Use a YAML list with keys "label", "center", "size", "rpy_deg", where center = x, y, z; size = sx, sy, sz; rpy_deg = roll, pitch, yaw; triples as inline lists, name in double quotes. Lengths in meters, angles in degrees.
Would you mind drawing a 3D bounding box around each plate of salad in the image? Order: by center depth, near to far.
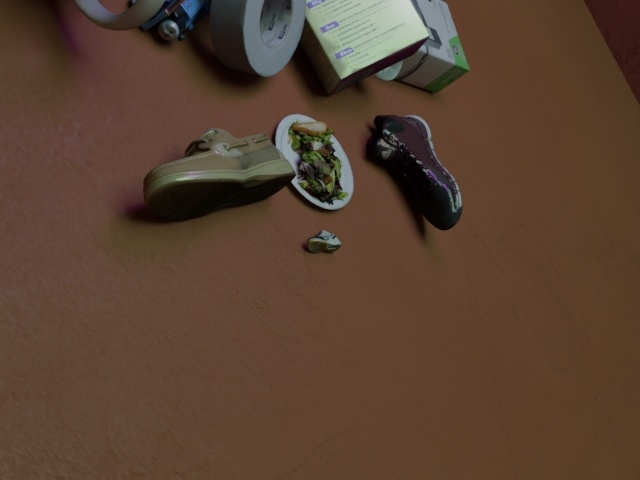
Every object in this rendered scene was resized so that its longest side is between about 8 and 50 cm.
- label: "plate of salad"
  center: [-0.002, -0.152, 1.655]
  size: [0.200, 0.048, 0.199]
  rpy_deg: [28, 47, -35]

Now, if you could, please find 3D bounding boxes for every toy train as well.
- label: "toy train"
  center: [-0.248, -0.414, 1.527]
  size: [0.105, 0.080, 0.184]
  rpy_deg: [51, 38, -21]

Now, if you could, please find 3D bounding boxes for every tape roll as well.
- label: "tape roll"
  center: [-0.107, -0.406, 1.578]
  size: [0.219, 0.072, 0.219]
  rpy_deg: [-48, 147, -46]

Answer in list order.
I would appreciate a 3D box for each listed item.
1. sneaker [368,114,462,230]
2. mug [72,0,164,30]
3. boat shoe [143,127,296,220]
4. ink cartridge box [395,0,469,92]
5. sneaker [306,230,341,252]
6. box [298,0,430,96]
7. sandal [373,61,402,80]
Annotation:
- label: "sneaker"
  center: [0.175, -0.145, 1.822]
  size: [0.163, 0.106, 0.281]
  rpy_deg: [6, 52, -41]
- label: "mug"
  center: [-0.329, -0.485, 1.275]
  size: [0.276, 0.328, 0.374]
  rpy_deg: [-21, 83, -52]
- label: "boat shoe"
  center: [-0.170, -0.112, 1.393]
  size: [0.110, 0.122, 0.341]
  rpy_deg: [60, 27, 8]
- label: "ink cartridge box"
  center: [0.198, -0.475, 2.036]
  size: [0.273, 0.115, 0.198]
  rpy_deg: [7, 61, -46]
- label: "sneaker"
  center: [0.000, 0.000, 1.577]
  size: [0.083, 0.032, 0.037]
  rpy_deg: [7, 48, -52]
- label: "box"
  center: [0.059, -0.452, 1.781]
  size: [0.214, 0.117, 0.242]
  rpy_deg: [-29, 89, -14]
- label: "sandal"
  center: [0.056, -0.432, 1.878]
  size: [0.265, 0.076, 0.102]
  rpy_deg: [34, 77, -4]
